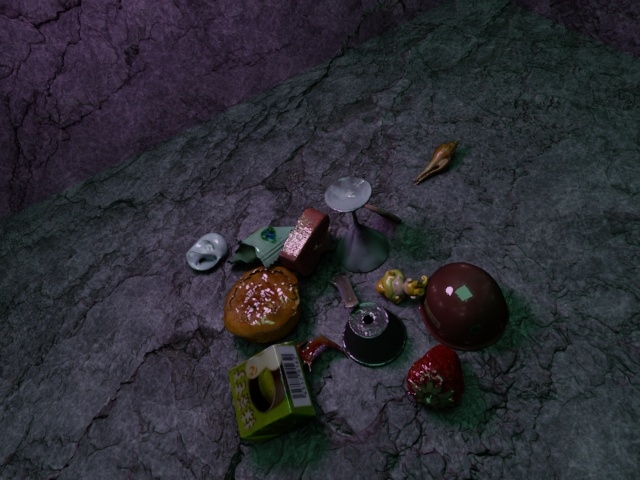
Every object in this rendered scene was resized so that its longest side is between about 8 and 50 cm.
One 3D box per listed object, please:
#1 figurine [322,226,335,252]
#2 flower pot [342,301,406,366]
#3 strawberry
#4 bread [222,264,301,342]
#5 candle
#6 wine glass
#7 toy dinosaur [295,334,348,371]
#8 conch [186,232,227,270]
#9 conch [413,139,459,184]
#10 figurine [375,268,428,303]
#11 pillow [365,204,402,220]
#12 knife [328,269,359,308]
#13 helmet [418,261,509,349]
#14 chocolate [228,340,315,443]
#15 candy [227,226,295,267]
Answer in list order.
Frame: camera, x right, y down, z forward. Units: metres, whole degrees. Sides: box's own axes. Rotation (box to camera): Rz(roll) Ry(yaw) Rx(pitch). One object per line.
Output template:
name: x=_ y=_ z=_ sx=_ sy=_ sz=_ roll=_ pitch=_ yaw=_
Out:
figurine: x=0.000 y=0.000 z=2.108 sx=0.137 sy=0.125 sz=0.125 roll=-13 pitch=49 yaw=-5
flower pot: x=0.203 y=0.352 z=1.732 sx=0.268 sy=0.166 sz=0.269 roll=-10 pitch=49 yaw=12
strawberry: x=0.428 y=0.482 z=1.567 sx=0.205 sy=0.205 sz=0.244 roll=9 pitch=35 yaw=24
bread: x=-0.244 y=0.286 z=1.910 sx=0.357 sy=0.204 sz=0.337 roll=-16 pitch=52 yaw=10
candle: x=-0.065 y=0.023 z=1.913 sx=0.131 sy=0.317 sz=0.287 roll=25 pitch=25 yaw=19
wine glass: x=0.162 y=-0.075 z=1.926 sx=0.266 sy=0.406 sz=0.267 roll=-7 pitch=51 yaw=9
toy dinosaur: x=-0.076 y=0.506 z=1.761 sx=0.327 sy=0.113 sz=0.206 roll=-36 pitch=24 yaw=-24
conch: x=-0.583 y=0.064 z=2.246 sx=0.221 sy=0.121 sz=0.185 roll=-32 pitch=54 yaw=1
conch: x=0.611 y=-0.402 z=2.250 sx=0.109 sy=0.093 sz=0.330 roll=44 pitch=95 yaw=20
figurine: x=0.337 y=0.191 z=1.810 sx=0.131 sy=0.157 sz=0.246 roll=-15 pitch=8 yaw=-32
pillow: x=0.302 y=-0.131 z=2.064 sx=0.135 sy=0.211 sz=0.034 roll=27 pitch=96 yaw=33
knife: x=0.100 y=0.215 z=1.856 sx=0.089 sy=0.043 sz=0.365 roll=-27 pitch=18 yaw=0
helmet: x=0.552 y=0.211 z=1.687 sx=0.337 sy=0.230 sz=0.385 roll=-22 pitch=51 yaw=2
chocolate: x=-0.198 y=0.570 z=1.629 sx=0.288 sy=0.137 sz=0.301 roll=-34 pitch=55 yaw=21
candy: x=-0.295 y=0.033 z=2.095 sx=0.262 sy=0.172 sz=0.397 roll=-34 pitch=11 yaw=-33
